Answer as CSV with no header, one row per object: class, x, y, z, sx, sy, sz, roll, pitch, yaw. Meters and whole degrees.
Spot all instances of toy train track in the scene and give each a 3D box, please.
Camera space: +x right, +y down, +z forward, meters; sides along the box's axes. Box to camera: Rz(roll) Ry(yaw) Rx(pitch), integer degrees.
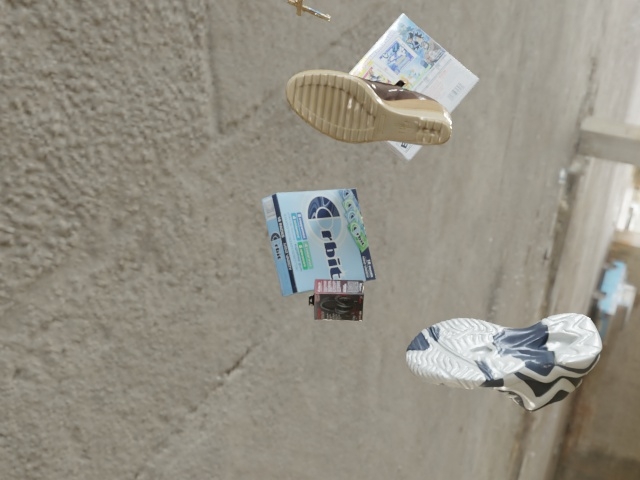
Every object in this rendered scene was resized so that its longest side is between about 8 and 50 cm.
toy train track,-0.019,-0.417,1.585,0.014,0.083,0.048,-61,173,-25

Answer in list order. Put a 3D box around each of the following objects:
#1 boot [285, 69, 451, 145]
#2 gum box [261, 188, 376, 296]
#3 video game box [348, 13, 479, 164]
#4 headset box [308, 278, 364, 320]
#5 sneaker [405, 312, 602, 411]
boot,0.064,-0.197,1.280,0.207,0.248,0.090,-106,-148,-70
gum box,0.000,0.000,1.411,0.184,0.041,0.157,-7,82,-45
video game box,0.151,-0.273,1.597,0.205,0.187,0.048,-49,-178,-8
headset box,0.024,0.090,1.337,0.032,0.083,0.062,-89,-179,-47
sneaker,0.229,0.168,1.118,0.153,0.234,0.094,78,1,-51
